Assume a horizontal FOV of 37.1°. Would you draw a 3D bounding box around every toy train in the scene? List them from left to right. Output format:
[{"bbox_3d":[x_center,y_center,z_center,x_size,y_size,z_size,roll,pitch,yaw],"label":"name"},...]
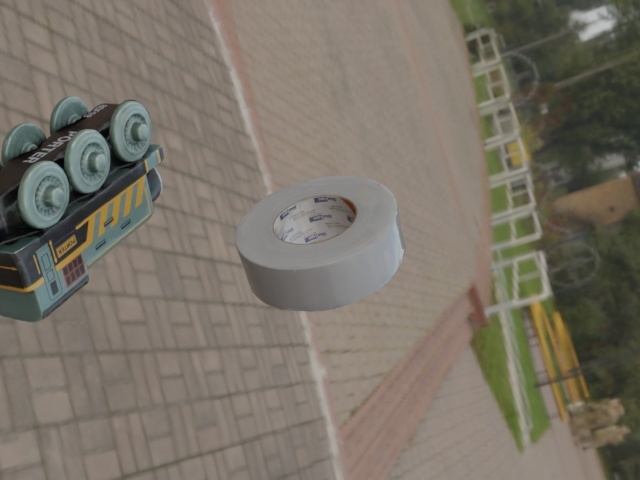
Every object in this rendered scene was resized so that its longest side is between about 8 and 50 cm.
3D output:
[{"bbox_3d":[-0.310,-0.050,1.169,0.334,0.142,0.190,-50,141,-51],"label":"toy train"}]

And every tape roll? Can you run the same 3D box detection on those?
[{"bbox_3d":[0.000,0.000,1.269,0.219,0.219,0.072,-87,164,-55],"label":"tape roll"}]
